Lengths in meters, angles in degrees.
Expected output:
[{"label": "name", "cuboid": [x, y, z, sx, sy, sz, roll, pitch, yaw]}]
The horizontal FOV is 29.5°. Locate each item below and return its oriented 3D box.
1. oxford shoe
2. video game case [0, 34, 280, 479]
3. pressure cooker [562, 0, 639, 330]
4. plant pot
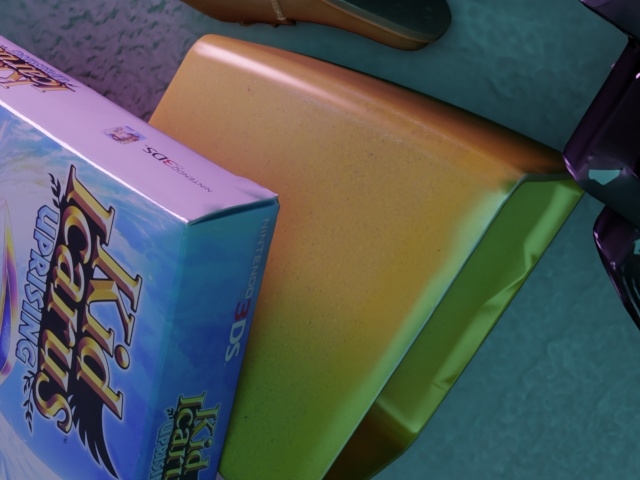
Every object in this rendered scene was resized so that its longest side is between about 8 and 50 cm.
[{"label": "oxford shoe", "cuboid": [-0.026, -0.155, 0.717, 0.212, 0.076, 0.076, 24, 134, 5]}, {"label": "video game case", "cuboid": [-0.152, 0.050, 0.619, 0.244, 0.061, 0.269, 30, 120, 31]}, {"label": "pressure cooker", "cuboid": [0.326, -0.059, 0.482, 0.370, 0.376, 0.420, 46, 114, 42]}, {"label": "plant pot", "cuboid": [0.000, 0.000, 0.668, 0.187, 0.212, 0.212, 36, 105, 16]}]
